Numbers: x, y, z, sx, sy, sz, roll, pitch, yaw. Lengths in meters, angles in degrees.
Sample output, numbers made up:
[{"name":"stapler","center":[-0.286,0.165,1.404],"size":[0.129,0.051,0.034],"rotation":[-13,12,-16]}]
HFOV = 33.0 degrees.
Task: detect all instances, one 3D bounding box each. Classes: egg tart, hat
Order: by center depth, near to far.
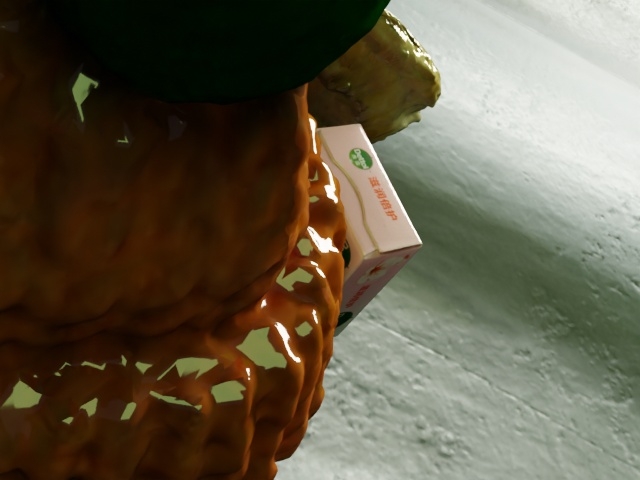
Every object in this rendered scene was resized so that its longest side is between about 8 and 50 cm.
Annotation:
[{"name":"hat","center":[-0.096,-0.014,0.441],"size":[0.285,0.400,0.285],"rotation":[5,67,-13]},{"name":"egg tart","center":[-0.037,-0.134,0.703],"size":[0.252,0.232,0.098],"rotation":[37,83,-40]}]

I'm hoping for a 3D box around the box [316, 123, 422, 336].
[{"name":"box","center":[0.000,0.000,0.654],"size":[0.043,0.125,0.089],"rotation":[-12,67,-32]}]
